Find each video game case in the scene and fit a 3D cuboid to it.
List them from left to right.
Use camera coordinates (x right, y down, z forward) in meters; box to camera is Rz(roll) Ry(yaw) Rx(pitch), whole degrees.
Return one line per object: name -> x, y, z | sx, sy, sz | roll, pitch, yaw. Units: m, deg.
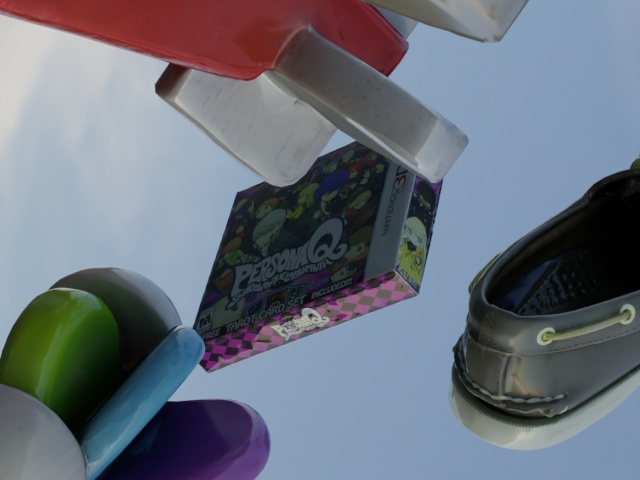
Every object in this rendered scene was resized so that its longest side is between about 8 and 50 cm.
video game case -> 0.000, 0.000, 1.506 | 0.232, 0.042, 0.210 | -22, -145, 32

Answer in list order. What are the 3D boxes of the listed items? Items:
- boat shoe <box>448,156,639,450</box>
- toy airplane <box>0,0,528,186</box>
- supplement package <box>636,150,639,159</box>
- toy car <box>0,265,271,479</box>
boat shoe -> 0.194, 0.008, 1.001 | 0.109, 0.305, 0.091 | 33, -39, 33
toy airplane -> -0.082, -0.171, 0.654 | 0.384, 0.386, 0.272 | -30, 140, -77
supplement package -> 0.380, -0.037, 1.538 | 0.244, 0.134, 0.139 | -88, -172, -48
toy car -> -0.086, 0.108, 0.781 | 0.159, 0.136, 0.182 | -51, 140, -55
